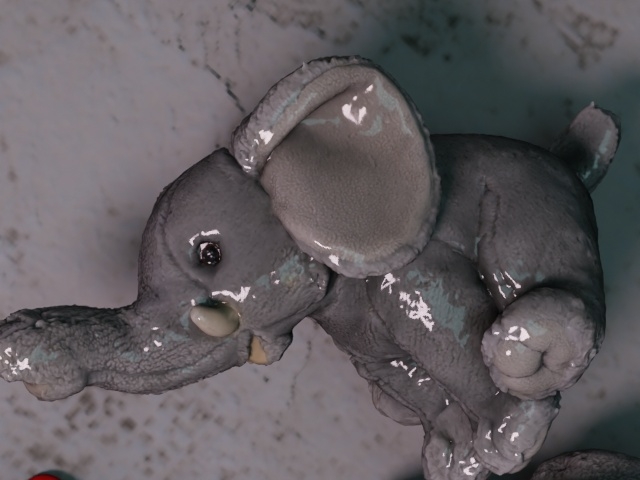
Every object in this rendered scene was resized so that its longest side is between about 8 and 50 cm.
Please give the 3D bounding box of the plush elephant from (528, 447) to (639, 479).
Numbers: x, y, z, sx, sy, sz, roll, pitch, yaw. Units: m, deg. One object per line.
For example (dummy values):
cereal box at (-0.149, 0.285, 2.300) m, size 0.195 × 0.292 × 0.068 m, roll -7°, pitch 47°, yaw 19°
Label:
plush elephant at (0.203, 0.226, 0.911) m, size 0.330 × 0.272 × 0.255 m, roll -28°, pitch 140°, yaw 19°

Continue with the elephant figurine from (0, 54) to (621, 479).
elephant figurine at (0.000, 0.000, 0.880) m, size 0.239 × 0.186 × 0.169 m, roll 25°, pitch 119°, yaw -13°

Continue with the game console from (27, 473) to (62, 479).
game console at (-0.142, 0.206, 0.926) m, size 0.144 × 0.085 × 0.124 m, roll -36°, pitch 130°, yaw -10°
